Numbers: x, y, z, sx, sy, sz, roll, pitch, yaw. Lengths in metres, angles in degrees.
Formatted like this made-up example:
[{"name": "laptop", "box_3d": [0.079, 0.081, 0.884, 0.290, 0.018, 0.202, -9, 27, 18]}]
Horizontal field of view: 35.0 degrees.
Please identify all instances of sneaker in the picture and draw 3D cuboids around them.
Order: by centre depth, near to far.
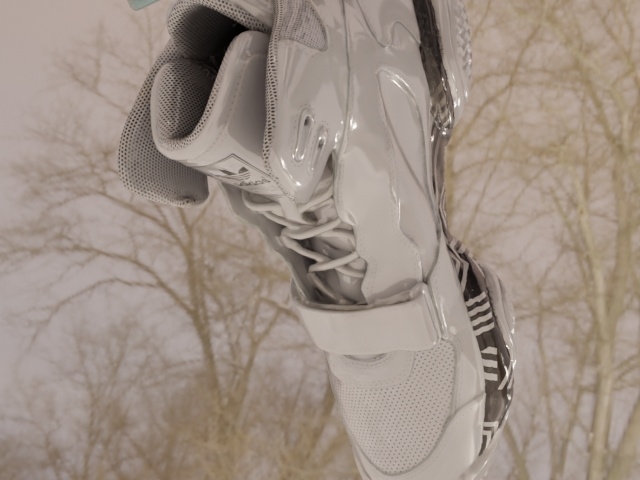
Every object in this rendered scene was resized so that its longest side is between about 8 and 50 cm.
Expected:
[{"name": "sneaker", "box_3d": [0.000, 0.000, 0.594, 0.137, 0.365, 0.210, -3, 4, 41]}]

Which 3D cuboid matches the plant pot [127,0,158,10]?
[{"name": "plant pot", "box_3d": [-0.075, -0.370, 0.796, 0.252, 0.247, 0.247, -17, -55, 4]}]
